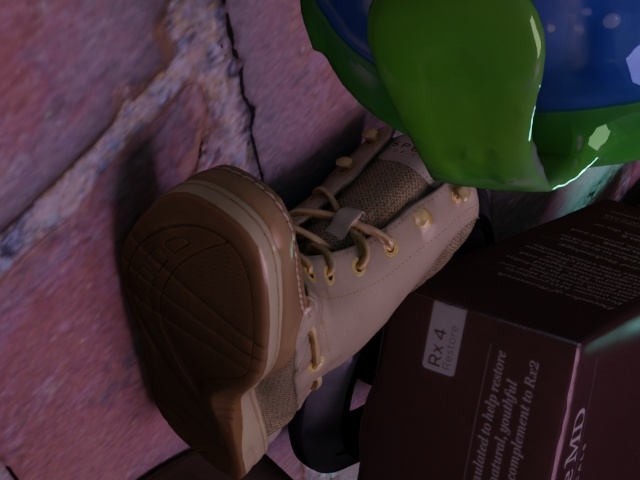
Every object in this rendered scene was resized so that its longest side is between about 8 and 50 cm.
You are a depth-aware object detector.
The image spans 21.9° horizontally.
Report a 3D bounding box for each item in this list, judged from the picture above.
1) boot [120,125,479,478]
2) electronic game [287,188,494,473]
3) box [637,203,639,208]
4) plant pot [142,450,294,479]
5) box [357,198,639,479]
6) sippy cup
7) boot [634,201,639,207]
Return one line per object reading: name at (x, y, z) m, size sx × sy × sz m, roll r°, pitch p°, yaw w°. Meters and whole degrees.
boot at (0.000, 0.000, 0.881) m, size 0.203 × 0.095 × 0.262 m, roll -43°, pitch 158°, yaw -23°
electronic game at (0.051, 0.057, 1.133) m, size 0.229 × 0.048 × 0.229 m, roll -45°, pitch 152°, yaw -33°
box at (0.318, 0.206, 1.404) m, size 0.097 × 0.395 × 0.318 m, roll 3°, pitch 137°, yaw -30°
plant pot at (-0.046, 0.338, 1.053) m, size 0.323 × 0.280 × 0.323 m, roll -42°, pitch 155°, yaw -25°
box at (0.176, 0.098, 1.171) m, size 0.381 × 0.143 × 0.191 m, roll -18°, pitch 121°, yaw -57°
sippy cup at (0.091, -0.185, 0.644) m, size 0.240 × 0.305 × 0.224 m, roll -21°, pitch 140°, yaw -5°
boot at (0.370, -0.014, 1.621) m, size 0.280 × 0.096 × 0.264 m, roll -48°, pitch 158°, yaw -10°
